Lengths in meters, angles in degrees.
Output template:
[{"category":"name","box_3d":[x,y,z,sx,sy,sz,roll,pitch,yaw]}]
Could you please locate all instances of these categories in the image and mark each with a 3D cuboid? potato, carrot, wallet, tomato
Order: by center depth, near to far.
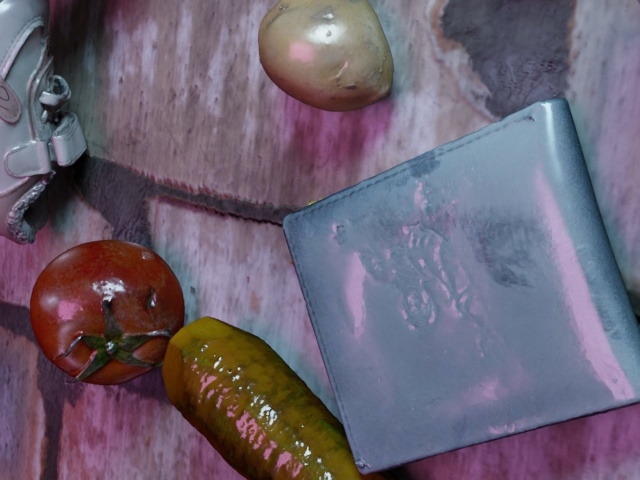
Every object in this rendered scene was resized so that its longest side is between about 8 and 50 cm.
[{"category":"wallet","box_3d":[0.115,0.047,0.906,0.290,0.054,0.251,-22,78,35]},{"category":"potato","box_3d":[0.001,-0.173,0.987,0.147,0.112,0.112,41,120,42]},{"category":"carrot","box_3d":[-0.036,0.190,1.051,0.302,0.114,0.114,40,119,31]},{"category":"tomato","box_3d":[-0.240,0.077,1.216,0.167,0.167,0.167,5,97,44]}]

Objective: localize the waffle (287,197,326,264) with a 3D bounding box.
[{"category":"waffle","box_3d":[0.002,0.000,1.060,0.078,0.016,0.085,25,111,36]}]

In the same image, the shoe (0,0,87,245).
[{"category":"shoe","box_3d":[-0.370,-0.155,1.300,0.351,0.198,0.171,-56,14,34]}]

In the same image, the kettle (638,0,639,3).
[{"category":"kettle","box_3d":[0.319,-0.209,0.621,0.321,0.228,0.324,-33,64,13]}]
